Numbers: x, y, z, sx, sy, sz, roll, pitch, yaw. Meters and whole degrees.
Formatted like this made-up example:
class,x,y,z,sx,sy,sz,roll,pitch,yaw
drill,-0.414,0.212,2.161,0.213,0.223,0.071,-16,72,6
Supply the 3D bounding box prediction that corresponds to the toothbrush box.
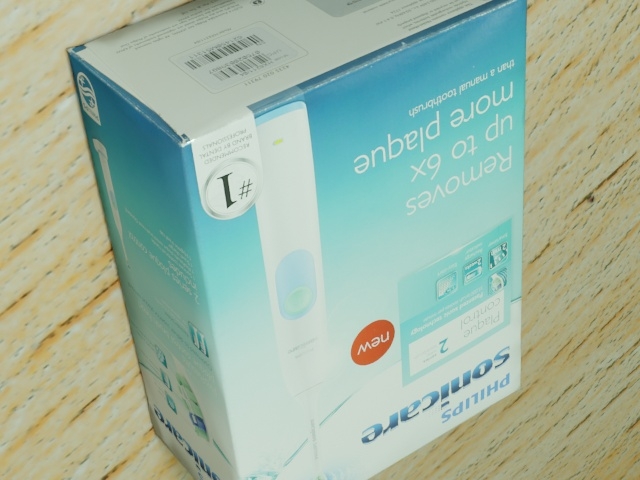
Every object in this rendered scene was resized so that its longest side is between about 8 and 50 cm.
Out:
class,x,y,z,sx,sy,sz,roll,pitch,yaw
toothbrush box,0.000,0.000,0.764,0.216,0.126,0.296,-26,133,-25
